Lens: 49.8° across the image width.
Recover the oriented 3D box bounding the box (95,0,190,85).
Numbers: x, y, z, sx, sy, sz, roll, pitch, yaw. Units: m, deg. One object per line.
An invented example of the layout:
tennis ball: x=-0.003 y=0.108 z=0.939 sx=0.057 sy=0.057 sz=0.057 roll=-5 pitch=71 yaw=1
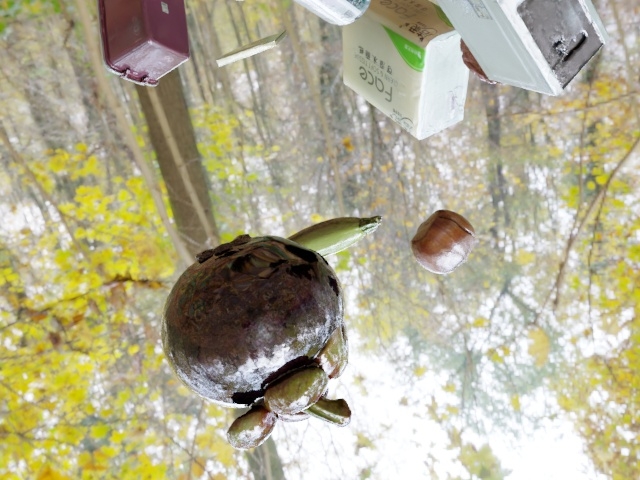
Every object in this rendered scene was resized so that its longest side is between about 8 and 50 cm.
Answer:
box: x=-0.462 y=-0.576 z=1.813 sx=0.167 sy=0.294 sz=0.193 roll=-17 pitch=165 yaw=33

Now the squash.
squash: x=0.000 y=0.000 z=1.746 sx=0.340 sy=0.095 sz=0.094 roll=-24 pitch=-158 yaw=13

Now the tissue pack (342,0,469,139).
tissue pack: x=0.247 y=-0.552 z=2.073 sx=0.205 sy=0.332 sz=0.405 roll=-25 pitch=-132 yaw=-21

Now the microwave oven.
microwave oven: x=0.375 y=-0.455 z=1.314 sx=0.181 sy=0.295 sz=0.237 roll=-48 pitch=-146 yaw=-1

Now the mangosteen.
mangosteen: x=-0.115 y=0.205 z=1.402 sx=0.381 sy=0.436 sz=0.382 roll=-23 pitch=-178 yaw=1

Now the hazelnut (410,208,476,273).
hazelnut: x=0.296 y=0.005 z=1.658 sx=0.154 sy=0.143 sz=0.143 roll=-52 pitch=-145 yaw=-11

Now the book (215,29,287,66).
book: x=-0.215 y=-0.620 z=2.222 sx=0.201 sy=0.026 sz=0.289 roll=-16 pitch=-160 yaw=10

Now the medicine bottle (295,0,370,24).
medicine bottle: x=-0.009 y=-0.546 z=1.408 sx=0.141 sy=0.142 sz=0.293 roll=0 pitch=-179 yaw=27

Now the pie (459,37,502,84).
pie: x=0.409 y=-0.469 z=1.606 sx=0.054 sy=0.219 sz=0.204 roll=-21 pitch=-137 yaw=-30
